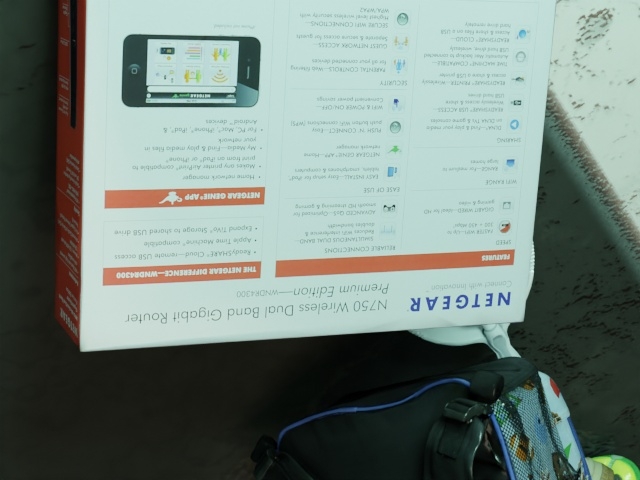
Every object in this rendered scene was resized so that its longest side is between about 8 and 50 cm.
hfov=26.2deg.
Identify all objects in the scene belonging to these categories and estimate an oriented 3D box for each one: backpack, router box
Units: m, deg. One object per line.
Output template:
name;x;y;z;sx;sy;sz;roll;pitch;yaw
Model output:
backpack;0.115;0.246;1.184;0.276;0.263;0.213;-20;174;42
router box;-0.009;-0.087;0.941;0.335;0.082;0.301;-2;105;-23

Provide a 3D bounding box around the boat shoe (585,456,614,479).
boat shoe;0.166;0.334;1.422;0.110;0.121;0.341;32;113;0

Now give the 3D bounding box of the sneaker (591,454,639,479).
sneaker;0.325;0.330;1.500;0.123;0.109;0.295;-39;134;-30

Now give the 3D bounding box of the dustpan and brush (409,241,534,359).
dustpan and brush;0.139;0.057;1.207;0.147;0.060;0.211;-31;133;2
